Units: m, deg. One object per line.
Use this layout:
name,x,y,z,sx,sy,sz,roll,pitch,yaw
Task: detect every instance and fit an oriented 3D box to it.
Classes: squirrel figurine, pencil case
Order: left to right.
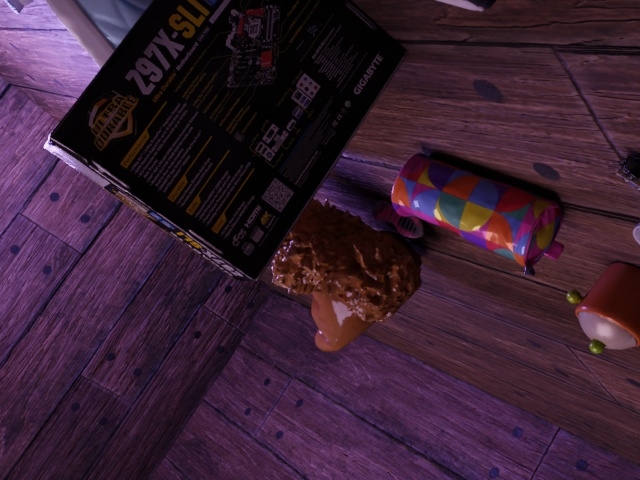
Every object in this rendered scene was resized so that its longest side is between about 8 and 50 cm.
squirrel figurine,0.000,0.000,1.534,0.370,0.281,0.397,46,172,-4
pencil case,0.212,-0.041,1.086,0.236,0.104,0.104,28,168,33

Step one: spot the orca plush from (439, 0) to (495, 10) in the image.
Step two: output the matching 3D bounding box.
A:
orca plush,0.028,-0.291,0.641,0.287,0.102,0.151,39,-142,25

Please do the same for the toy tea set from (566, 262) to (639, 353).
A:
toy tea set,0.486,0.146,1.035,0.200,0.124,0.336,41,167,-36

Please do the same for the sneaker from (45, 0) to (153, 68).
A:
sneaker,-0.233,-0.276,1.136,0.366,0.150,0.135,48,-169,-22

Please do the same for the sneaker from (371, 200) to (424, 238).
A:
sneaker,0.150,-0.033,1.454,0.119,0.047,0.057,34,178,41

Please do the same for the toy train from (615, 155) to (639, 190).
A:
toy train,0.372,-0.040,0.814,0.158,0.027,0.036,32,180,2

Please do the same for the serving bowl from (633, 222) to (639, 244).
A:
serving bowl,0.398,-0.003,0.894,0.083,0.027,0.083,33,169,7

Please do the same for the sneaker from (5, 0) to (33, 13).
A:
sneaker,-0.540,-0.488,1.342,0.228,0.092,0.087,51,175,13

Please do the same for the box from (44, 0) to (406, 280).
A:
box,-0.092,-0.155,0.861,0.257,0.322,0.079,36,168,-17
